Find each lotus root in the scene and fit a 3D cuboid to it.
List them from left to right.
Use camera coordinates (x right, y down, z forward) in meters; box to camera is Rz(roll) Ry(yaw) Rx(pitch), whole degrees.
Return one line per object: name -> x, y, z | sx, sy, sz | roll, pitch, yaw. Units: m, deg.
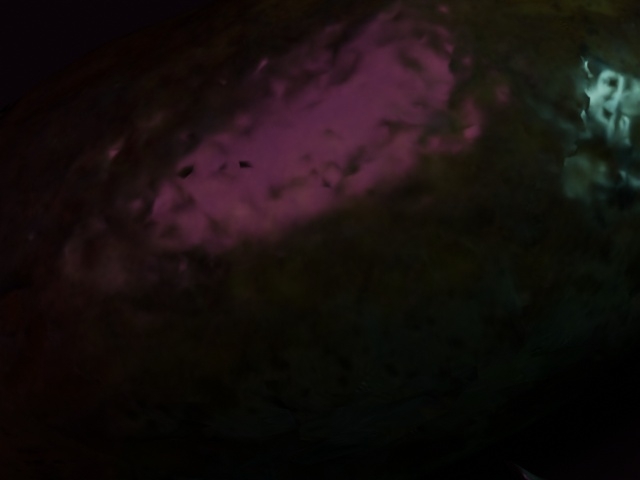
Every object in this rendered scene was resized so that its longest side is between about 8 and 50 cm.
lotus root -> 0.000, 0.000, 0.605 | 0.275, 0.160, 0.152 | -27, 42, 9

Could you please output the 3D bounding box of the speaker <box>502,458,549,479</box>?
speaker -> 0.159, 0.177, 0.341 | 0.184, 0.180, 0.388 | -21, 29, 12
